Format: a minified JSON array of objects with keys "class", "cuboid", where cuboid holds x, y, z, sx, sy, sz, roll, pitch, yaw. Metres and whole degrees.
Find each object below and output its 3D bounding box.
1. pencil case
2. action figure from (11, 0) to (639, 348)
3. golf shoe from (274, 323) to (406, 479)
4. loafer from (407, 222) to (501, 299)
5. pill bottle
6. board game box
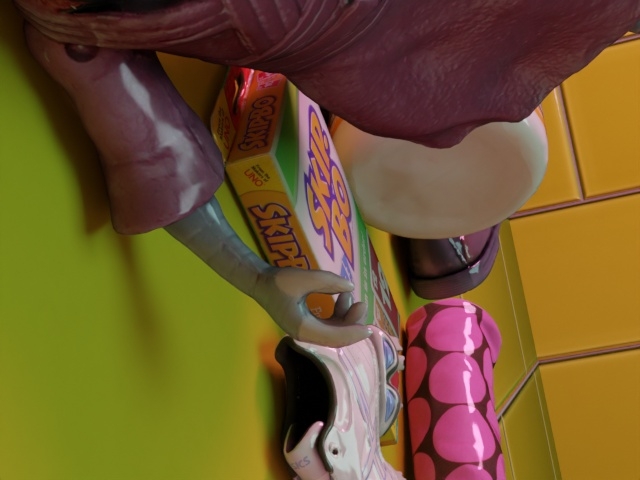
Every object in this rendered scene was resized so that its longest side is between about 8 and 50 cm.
[{"class":"pencil case","cuboid":[0.117,0.151,0.809,0.098,0.095,0.209,31,41,-26]},{"class":"action figure","cuboid":[-0.010,-0.129,0.379,0.370,0.248,0.275,-7,49,-51]},{"class":"golf shoe","cuboid":[0.007,0.129,0.517,0.086,0.069,0.176,14,60,-51]},{"class":"loafer","cuboid":[0.139,-0.050,1.016,0.302,0.109,0.095,-65,136,-61]},{"class":"pill bottle","cuboid":[0.085,-0.152,0.787,0.162,0.162,0.278,60,22,-48]},{"class":"board game box","cuboid":[0.000,0.000,0.613,0.124,0.039,0.259,-83,153,-51]}]
